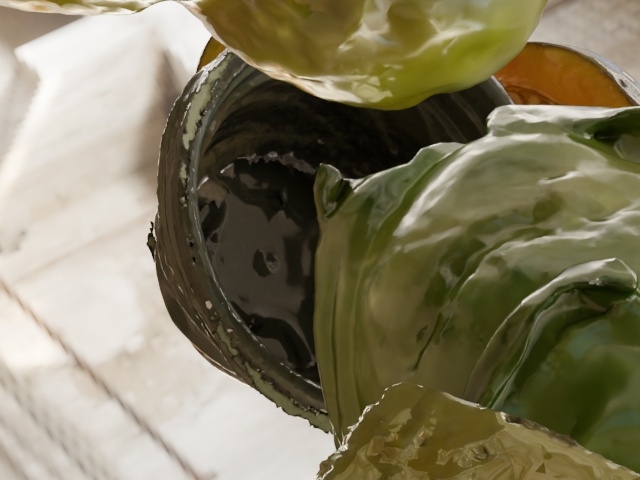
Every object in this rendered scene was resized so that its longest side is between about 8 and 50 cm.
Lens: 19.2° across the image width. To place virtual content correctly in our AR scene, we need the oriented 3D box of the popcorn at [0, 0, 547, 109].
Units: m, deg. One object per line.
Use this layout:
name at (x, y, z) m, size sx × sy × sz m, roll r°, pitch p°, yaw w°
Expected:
popcorn at (-0.051, -0.210, 0.582) m, size 0.292 × 0.293 × 0.334 m, roll 36°, pitch -39°, yaw 23°

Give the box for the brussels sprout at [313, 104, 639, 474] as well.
brussels sprout at (0.127, 0.058, 0.812) m, size 0.259 × 0.294 × 0.227 m, roll 29°, pitch -69°, yaw 42°

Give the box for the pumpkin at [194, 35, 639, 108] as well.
pumpkin at (0.065, -0.044, 1.263) m, size 0.139 × 0.317 × 0.222 m, roll -43°, pitch 150°, yaw -83°

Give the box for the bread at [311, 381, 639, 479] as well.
bread at (0.066, 0.139, 0.499) m, size 0.196 × 0.138 × 0.102 m, roll 20°, pitch -36°, yaw 26°

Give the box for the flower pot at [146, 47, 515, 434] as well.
flower pot at (0.000, 0.000, 1.009) m, size 0.140 × 0.235 × 0.235 m, roll -25°, pitch -87°, yaw 56°
